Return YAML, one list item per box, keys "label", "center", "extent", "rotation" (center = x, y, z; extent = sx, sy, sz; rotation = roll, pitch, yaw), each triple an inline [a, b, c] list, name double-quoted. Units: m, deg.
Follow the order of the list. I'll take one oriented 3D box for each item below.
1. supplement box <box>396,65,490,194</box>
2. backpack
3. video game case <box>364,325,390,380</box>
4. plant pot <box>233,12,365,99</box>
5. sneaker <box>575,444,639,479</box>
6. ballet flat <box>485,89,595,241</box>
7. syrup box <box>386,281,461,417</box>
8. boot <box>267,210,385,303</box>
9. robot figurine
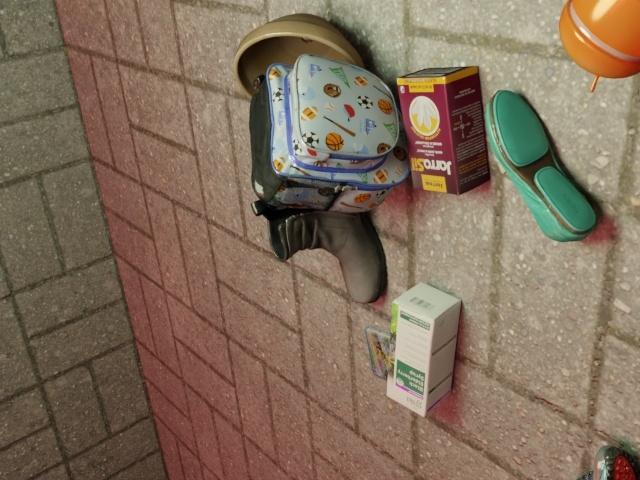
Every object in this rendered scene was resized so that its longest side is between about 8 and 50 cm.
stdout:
- label: "supplement box"
  center: [0.197, -0.176, 1.126]
  extent: [0.104, 0.081, 0.188]
  rotation: [14, 121, 50]
- label: "backpack"
  center: [0.025, -0.174, 1.193]
  extent: [0.213, 0.263, 0.277]
  rotation: [-34, 53, 55]
- label: "video game case"
  center: [0.163, 0.258, 1.510]
  extent: [0.166, 0.015, 0.119]
  rotation: [14, 122, 50]
- label: "plant pot"
  center: [-0.031, -0.330, 1.280]
  extent: [0.237, 0.237, 0.110]
  rotation: [-39, 35, 56]
- label: "sneaker"
  center: [0.441, 0.434, 1.154]
  extent: [0.125, 0.104, 0.262]
  rotation: [26, 130, 47]
- label: "ballet flat"
  center: [0.304, -0.100, 1.031]
  extent: [0.247, 0.083, 0.087]
  rotation: [60, 161, 11]
- label: "syrup box"
  center: [0.195, 0.210, 1.348]
  extent: [0.093, 0.096, 0.237]
  rotation: [25, 127, 35]
- label: "boot"
  center: [0.000, 0.000, 1.385]
  extent: [0.118, 0.222, 0.338]
  rotation: [11, 119, 51]
- label: "robot figurine"
  center: [0.358, -0.277, 0.797]
  extent: [0.158, 0.128, 0.219]
  rotation: [41, 141, 9]
